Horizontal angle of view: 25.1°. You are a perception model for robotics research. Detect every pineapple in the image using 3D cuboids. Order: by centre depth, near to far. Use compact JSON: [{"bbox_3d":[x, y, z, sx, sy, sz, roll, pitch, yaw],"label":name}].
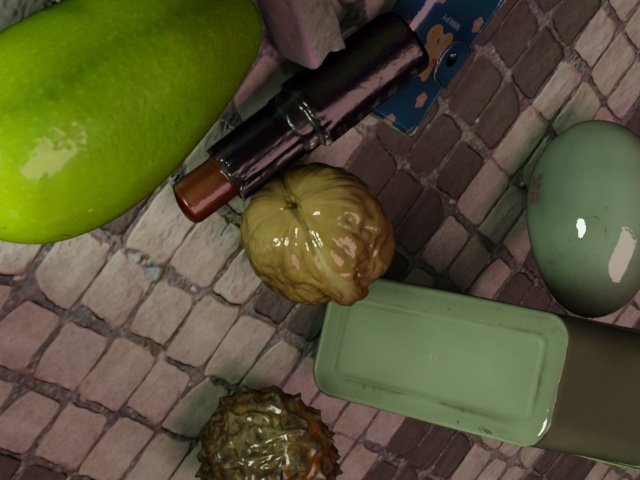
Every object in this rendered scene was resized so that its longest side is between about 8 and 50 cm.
[{"bbox_3d":[-0.042,0.294,1.772,0.175,0.175,0.361,-48,155,-8],"label":"pineapple"}]

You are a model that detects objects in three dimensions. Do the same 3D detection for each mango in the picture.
[{"bbox_3d":[-0.177,-0.120,1.216,0.343,0.156,0.192,-34,144,-31],"label":"mango"}]

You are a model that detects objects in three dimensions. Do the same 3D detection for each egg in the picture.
[{"bbox_3d":[0.364,-0.029,1.908,0.183,0.183,0.264,12,79,-54],"label":"egg"}]

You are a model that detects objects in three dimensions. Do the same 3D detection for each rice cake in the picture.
[{"bbox_3d":[-0.045,-0.283,1.312,0.056,0.072,0.365,-44,148,-18],"label":"rice cake"}]

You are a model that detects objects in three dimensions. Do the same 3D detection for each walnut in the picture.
[{"bbox_3d":[0.000,0.000,1.549,0.155,0.155,0.184,-51,149,-4],"label":"walnut"}]

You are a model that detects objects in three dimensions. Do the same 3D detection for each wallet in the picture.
[{"bbox_3d":[0.114,-0.219,1.572,0.202,0.059,0.141,-57,149,5],"label":"wallet"}]

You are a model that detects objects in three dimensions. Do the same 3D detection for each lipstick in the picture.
[{"bbox_3d":[-0.023,-0.122,1.459,0.299,0.081,0.081,-36,145,-6],"label":"lipstick"}]

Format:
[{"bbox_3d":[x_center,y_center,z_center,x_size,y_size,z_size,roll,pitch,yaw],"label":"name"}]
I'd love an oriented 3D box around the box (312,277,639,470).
[{"bbox_3d":[0.227,0.162,1.781,0.344,0.352,0.177,15,87,-53],"label":"box"}]
